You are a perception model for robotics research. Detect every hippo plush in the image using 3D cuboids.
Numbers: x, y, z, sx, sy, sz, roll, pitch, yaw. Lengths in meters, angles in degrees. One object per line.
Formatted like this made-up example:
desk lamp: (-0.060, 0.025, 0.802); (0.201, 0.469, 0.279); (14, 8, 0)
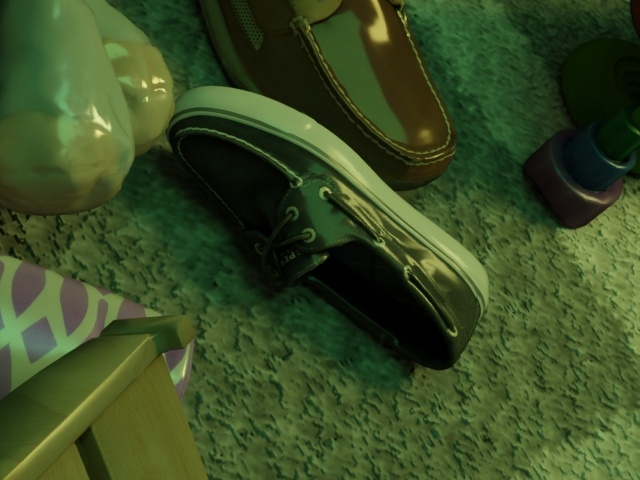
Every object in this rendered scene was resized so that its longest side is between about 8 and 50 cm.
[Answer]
hippo plush: (-0.139, -0.170, 0.610); (0.234, 0.236, 0.294); (29, 33, -13)

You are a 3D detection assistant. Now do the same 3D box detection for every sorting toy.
sorting toy: (0.283, -0.143, 0.988); (0.127, 0.126, 0.365); (46, 47, 1)

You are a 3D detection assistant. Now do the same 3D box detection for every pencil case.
pencil case: (-0.162, 0.048, 0.600); (0.206, 0.088, 0.086); (23, 53, -18)

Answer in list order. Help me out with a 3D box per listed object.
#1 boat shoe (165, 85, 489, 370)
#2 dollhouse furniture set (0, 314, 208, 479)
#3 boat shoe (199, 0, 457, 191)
boat shoe: (0.000, 0.000, 0.750); (0.228, 0.080, 0.076); (38, 46, -16)
dollhouse furniture set: (-0.157, 0.119, 0.507); (0.355, 0.173, 0.303); (-46, 125, -55)
boat shoe: (-0.013, -0.178, 0.825); (0.123, 0.116, 0.324); (-26, 77, -41)
